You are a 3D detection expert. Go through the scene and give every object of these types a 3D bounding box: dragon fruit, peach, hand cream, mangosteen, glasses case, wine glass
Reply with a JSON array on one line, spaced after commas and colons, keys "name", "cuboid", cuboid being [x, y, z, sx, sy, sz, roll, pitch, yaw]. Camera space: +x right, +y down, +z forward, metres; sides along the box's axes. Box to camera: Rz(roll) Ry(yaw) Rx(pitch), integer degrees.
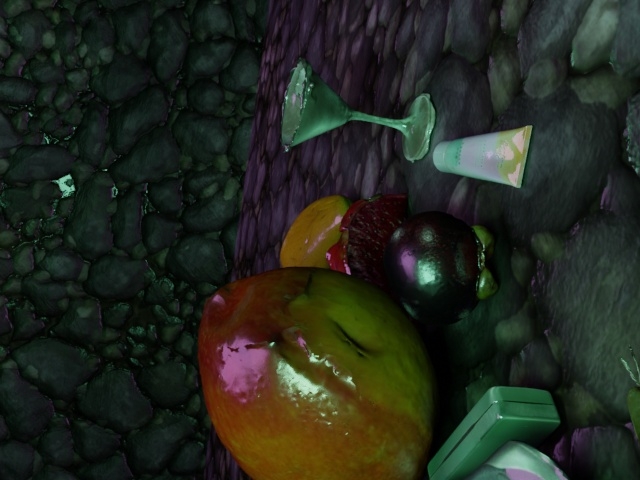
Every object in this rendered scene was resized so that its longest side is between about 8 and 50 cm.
[{"name": "dragon fruit", "cuboid": [0.070, 0.069, 1.175, 0.212, 0.134, 0.262, 113, 158, -53]}, {"name": "peach", "cuboid": [0.000, 0.190, 0.927, 0.373, 0.289, 0.372, 58, 179, 2]}, {"name": "hand cream", "cuboid": [0.214, -0.112, 0.919, 0.174, 0.047, 0.076, -163, 82, -65]}, {"name": "mangosteen", "cuboid": [0.158, 0.033, 0.899, 0.152, 0.152, 0.153, -173, 90, -74]}, {"name": "glasses case", "cuboid": [0.189, 0.230, 0.782, 0.039, 0.077, 0.184, -98, 22, -44]}, {"name": "wine glass", "cuboid": [0.061, -0.203, 1.141, 0.156, 0.232, 0.156, -171, 90, -75]}]

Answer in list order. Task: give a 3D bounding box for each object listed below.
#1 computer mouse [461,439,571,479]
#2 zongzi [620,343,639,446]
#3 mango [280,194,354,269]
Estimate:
[{"name": "computer mouse", "cuboid": [0.202, 0.288, 0.674, 0.167, 0.090, 0.379, 66, 150, 26]}, {"name": "zongzi", "cuboid": [0.301, 0.124, 0.530, 0.130, 0.062, 0.154, -43, 20, 34]}, {"name": "mango", "cuboid": [0.000, 0.000, 1.478, 0.317, 0.119, 0.177, 132, 151, -56]}]
